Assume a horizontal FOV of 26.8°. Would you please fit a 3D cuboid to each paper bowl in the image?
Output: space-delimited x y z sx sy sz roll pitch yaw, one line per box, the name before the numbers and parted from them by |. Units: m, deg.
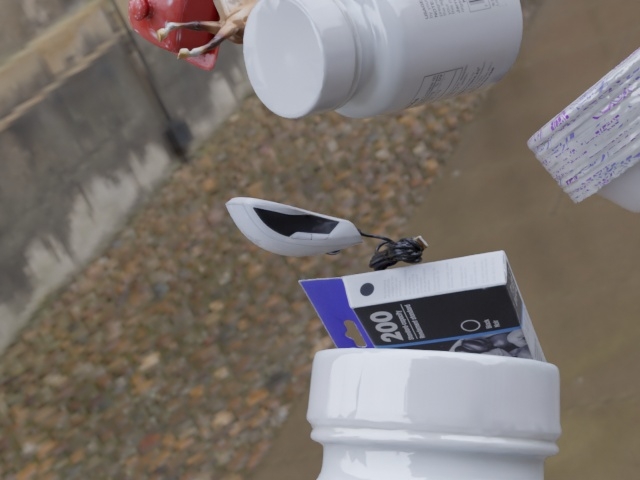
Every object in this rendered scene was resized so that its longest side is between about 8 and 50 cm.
paper bowl | 0.370 -0.138 1.418 0.284 0.148 0.284 -38 -2 -2

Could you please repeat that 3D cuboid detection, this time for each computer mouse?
computer mouse | 0.000 0.000 1.247 0.193 0.042 0.106 13 -6 -20

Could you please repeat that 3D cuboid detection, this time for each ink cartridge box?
ink cartridge box | 0.105 0.097 1.334 0.208 0.206 0.045 -8 52 18

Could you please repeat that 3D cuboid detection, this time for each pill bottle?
pill bottle | 0.052 0.219 0.678 0.176 0.319 0.176 4 -9 1
pill bottle | 0.053 -0.174 1.144 0.229 0.131 0.131 -18 10 -39

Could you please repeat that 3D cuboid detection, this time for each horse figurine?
horse figurine | -0.130 -0.301 1.631 0.174 0.263 0.066 -13 -27 -26

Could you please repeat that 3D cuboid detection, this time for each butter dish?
butter dish | -0.220 -0.334 1.902 0.160 0.160 0.118 33 31 32
